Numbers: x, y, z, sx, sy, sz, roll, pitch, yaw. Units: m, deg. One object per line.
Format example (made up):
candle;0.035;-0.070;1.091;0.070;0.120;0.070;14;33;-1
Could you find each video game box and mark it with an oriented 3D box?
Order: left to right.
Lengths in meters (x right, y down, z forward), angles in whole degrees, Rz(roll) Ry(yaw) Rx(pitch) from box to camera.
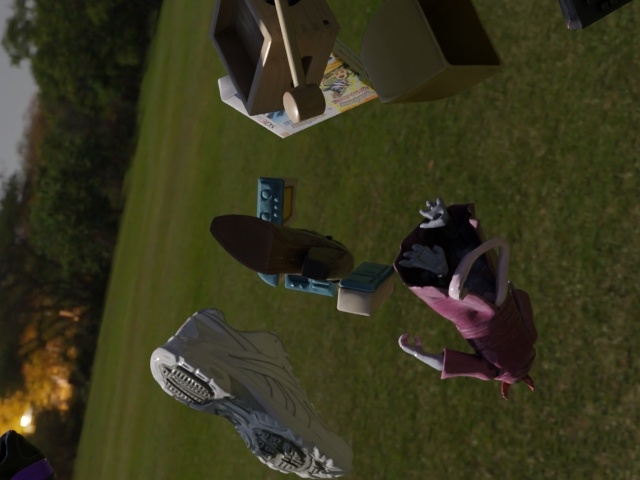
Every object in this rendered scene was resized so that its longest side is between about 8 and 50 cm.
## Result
video game box;-0.028;-0.247;1.522;0.205;0.187;0.048;-21;69;25

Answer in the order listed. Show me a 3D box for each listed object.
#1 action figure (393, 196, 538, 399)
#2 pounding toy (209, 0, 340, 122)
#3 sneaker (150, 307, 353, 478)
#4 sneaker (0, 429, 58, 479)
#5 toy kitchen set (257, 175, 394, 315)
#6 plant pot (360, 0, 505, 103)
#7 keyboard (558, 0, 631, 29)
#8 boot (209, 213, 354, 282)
action figure;0.276;0.109;1.511;0.248;0.370;0.275;-42;23;-20
pounding toy;-0.027;-0.212;1.000;0.206;0.094;0.181;63;153;24
sneaker;-0.050;0.147;0.959;0.090;0.232;0.115;-41;13;49
sneaker;-0.451;0.326;1.101;0.102;0.293;0.146;-12;108;57
toy kitchen set;0.000;0.000;1.396;0.122;0.207;0.166;-37;-47;-66
plant pot;0.080;-0.152;0.762;0.083;0.081;0.082;-33;75;42
keyboard;0.247;-0.378;1.029;0.317;0.201;0.033;63;178;-25
boot;-0.028;0.004;0.794;0.042;0.118;0.087;-65;-3;13
